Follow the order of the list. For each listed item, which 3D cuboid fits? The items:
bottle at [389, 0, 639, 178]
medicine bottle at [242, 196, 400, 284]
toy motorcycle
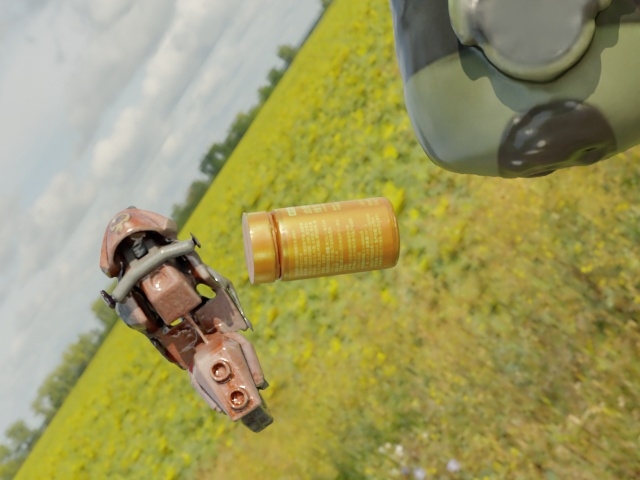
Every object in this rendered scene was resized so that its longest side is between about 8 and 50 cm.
[{"bbox_3d":[0.088,-0.199,0.587,0.168,0.169,0.346,144,117,-74],"label":"bottle"},{"bbox_3d":[0.000,0.000,1.519,0.096,0.192,0.096,174,90,-81],"label":"medicine bottle"},{"bbox_3d":[-0.106,0.055,0.905,0.084,0.212,0.118,-34,-16,-2],"label":"toy motorcycle"}]
